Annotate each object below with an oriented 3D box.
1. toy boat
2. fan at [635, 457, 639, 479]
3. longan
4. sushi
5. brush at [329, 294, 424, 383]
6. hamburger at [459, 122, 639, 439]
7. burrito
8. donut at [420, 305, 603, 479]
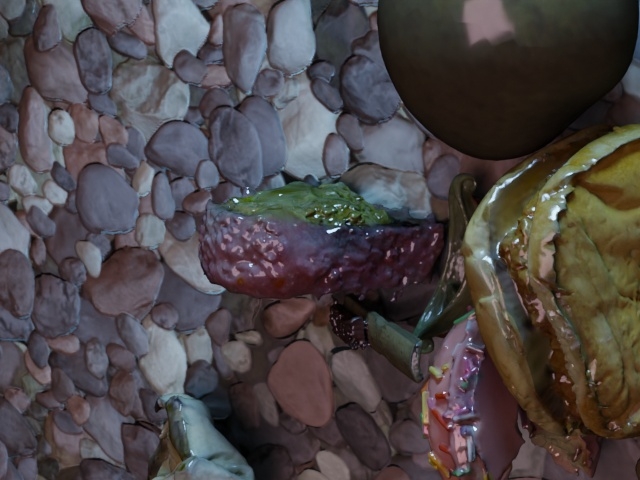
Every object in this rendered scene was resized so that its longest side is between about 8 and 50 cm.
[{"bbox_3d":[0.143,0.028,1.606,0.071,0.089,0.185,11,100,-12],"label":"toy boat"},{"bbox_3d":[0.418,0.217,1.556,0.226,0.008,0.153,22,115,24],"label":"fan"},{"bbox_3d":[0.165,-0.191,1.446,0.248,0.248,0.248,10,110,27],"label":"longan"},{"bbox_3d":[-0.012,0.004,1.645,0.241,0.161,0.108,13,111,27],"label":"sushi"},{"bbox_3d":[0.052,0.097,1.617,0.036,0.248,0.043,-14,103,-12],"label":"brush"},{"bbox_3d":[0.258,0.042,1.456,0.144,0.259,0.283,-1,112,59],"label":"hamburger"},{"bbox_3d":[-0.144,0.333,1.843,0.135,0.190,0.332,9,118,-10],"label":"burrito"},{"bbox_3d":[0.182,0.142,1.547,0.085,0.232,0.199,-2,92,45],"label":"donut"}]
